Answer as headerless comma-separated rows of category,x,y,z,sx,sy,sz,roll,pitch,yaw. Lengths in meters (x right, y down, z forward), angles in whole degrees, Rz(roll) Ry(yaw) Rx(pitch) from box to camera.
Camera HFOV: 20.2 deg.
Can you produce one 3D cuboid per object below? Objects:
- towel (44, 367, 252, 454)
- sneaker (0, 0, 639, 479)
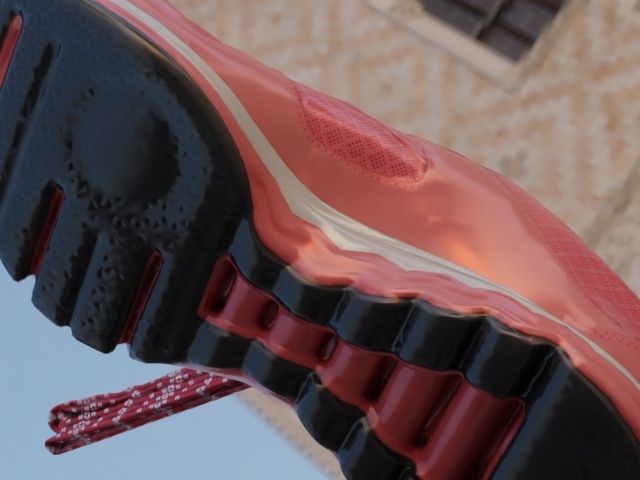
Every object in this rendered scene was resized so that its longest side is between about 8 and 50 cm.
towel,-0.005,0.060,1.052,0.275,0.031,0.199,-21,-5,27
sneaker,0.000,0.001,0.664,0.116,0.314,0.136,-60,-13,29
